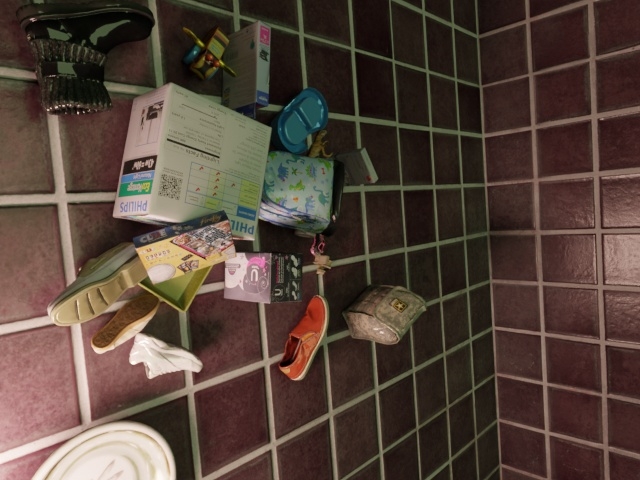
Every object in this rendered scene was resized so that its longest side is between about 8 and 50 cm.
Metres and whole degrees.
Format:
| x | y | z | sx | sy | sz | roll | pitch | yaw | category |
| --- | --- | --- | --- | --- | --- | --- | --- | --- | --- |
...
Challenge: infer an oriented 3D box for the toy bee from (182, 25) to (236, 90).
| x | y | z | sx | sy | sz | roll | pitch | yaw | category |
| --- | --- | --- | --- | --- | --- | --- | --- | --- | --- |
| -0.342 | -0.551 | 1.450 | 0.195 | 0.162 | 0.297 | 14 | 78 | -42 | toy bee |

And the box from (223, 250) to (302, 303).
| x | y | z | sx | sy | sz | roll | pitch | yaw | category |
| --- | --- | --- | --- | --- | --- | --- | --- | --- | --- |
| -0.192 | 0.116 | 1.535 | 0.142 | 0.248 | 0.163 | 3 | 87 | -47 | box |

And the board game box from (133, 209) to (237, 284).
| x | y | z | sx | sy | sz | roll | pitch | yaw | category |
| --- | --- | --- | --- | --- | --- | --- | --- | --- | --- |
| -0.360 | 0.020 | 1.275 | 0.244 | 0.042 | 0.165 | -19 | 143 | -16 | board game box |

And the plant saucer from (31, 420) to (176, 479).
| x | y | z | sx | sy | sz | roll | pitch | yaw | category |
| --- | --- | --- | --- | --- | --- | --- | --- | --- | --- |
| -0.585 | 0.673 | 1.238 | 0.401 | 0.101 | 0.399 | 1 | 89 | -45 | plant saucer |

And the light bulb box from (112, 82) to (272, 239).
| x | y | z | sx | sy | sz | roll | pitch | yaw | category |
| --- | --- | --- | --- | --- | --- | --- | --- | --- | --- |
| -0.366 | -0.207 | 1.379 | 0.358 | 0.226 | 0.360 | 15 | 80 | -45 | light bulb box |

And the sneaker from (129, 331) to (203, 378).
| x | y | z | sx | sy | sz | roll | pitch | yaw | category |
| --- | --- | --- | --- | --- | --- | --- | --- | --- | --- |
| -0.462 | 0.358 | 1.388 | 0.232 | 0.090 | 0.115 | 33 | 73 | -30 | sneaker |

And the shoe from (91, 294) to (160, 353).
| x | y | z | sx | sy | sz | roll | pitch | yaw | category |
| --- | --- | --- | --- | --- | --- | --- | --- | --- | --- |
| -0.545 | 0.234 | 1.319 | 0.219 | 0.077 | 0.058 | -43 | 160 | -38 | shoe |

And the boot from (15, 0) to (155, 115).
| x | y | z | sx | sy | sz | roll | pitch | yaw | category |
| --- | --- | --- | --- | --- | --- | --- | --- | --- | --- |
| -0.576 | -0.471 | 1.232 | 0.348 | 0.131 | 0.259 | -22 | 98 | -32 | boot |

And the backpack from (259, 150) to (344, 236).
| x | y | z | sx | sy | sz | roll | pitch | yaw | category |
| --- | --- | --- | --- | --- | --- | --- | --- | --- | --- |
| -0.098 | -0.178 | 1.628 | 0.356 | 0.273 | 0.289 | 9 | 82 | -9 | backpack |

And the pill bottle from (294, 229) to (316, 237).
| x | y | z | sx | sy | sz | roll | pitch | yaw | category |
| --- | --- | --- | --- | --- | --- | --- | --- | --- | --- |
| -0.050 | -0.092 | 1.796 | 0.086 | 0.086 | 0.151 | 15 | 79 | -44 | pill bottle |

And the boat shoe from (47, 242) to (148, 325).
| x | y | z | sx | sy | sz | roll | pitch | yaw | category |
| --- | --- | --- | --- | --- | --- | --- | --- | --- | --- |
| -0.585 | 0.108 | 1.240 | 0.302 | 0.103 | 0.113 | -40 | 150 | -43 | boat shoe |

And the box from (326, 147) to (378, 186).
| x | y | z | sx | sy | sz | roll | pitch | yaw | category |
| --- | --- | --- | --- | --- | --- | --- | --- | --- | --- |
| 0.126 | -0.294 | 1.905 | 0.038 | 0.186 | 0.145 | -46 | 120 | -35 | box |

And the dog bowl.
| x | y | z | sx | sy | sz | roll | pitch | yaw | category |
| --- | --- | --- | --- | --- | --- | --- | --- | --- | --- |
| -0.084 | -0.450 | 1.775 | 0.165 | 0.074 | 0.297 | 53 | 55 | -31 | dog bowl |

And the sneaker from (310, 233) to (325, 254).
| x | y | z | sx | sy | sz | roll | pitch | yaw | category |
| --- | --- | --- | --- | --- | --- | --- | --- | --- | --- |
| 0.000 | 0.000 | 1.867 | 0.047 | 0.057 | 0.119 | 18 | 76 | -42 | sneaker |

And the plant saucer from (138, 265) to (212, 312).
| x | y | z | sx | sy | sz | roll | pitch | yaw | category |
| --- | --- | --- | --- | --- | --- | --- | --- | --- | --- |
| -0.445 | 0.094 | 1.424 | 0.188 | 0.045 | 0.188 | 45 | 60 | -35 | plant saucer |

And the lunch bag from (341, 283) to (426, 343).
| x | y | z | sx | sy | sz | roll | pitch | yaw | category |
| --- | --- | --- | --- | --- | --- | --- | --- | --- | --- |
| 0.278 | 0.307 | 1.982 | 0.235 | 0.287 | 0.168 | -39 | 116 | -38 | lunch bag |

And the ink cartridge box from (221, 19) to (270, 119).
| x | y | z | sx | sy | sz | roll | pitch | yaw | category |
| --- | --- | --- | --- | --- | --- | --- | --- | --- | --- |
| -0.246 | -0.531 | 1.532 | 0.065 | 0.186 | 0.310 | 6 | 86 | -47 | ink cartridge box |

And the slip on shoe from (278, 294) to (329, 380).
| x | y | z | sx | sy | sz | roll | pitch | yaw | category |
| --- | --- | --- | --- | --- | --- | --- | --- | --- | --- |
| -0.060 | 0.356 | 1.766 | 0.101 | 0.123 | 0.331 | 35 | 70 | -35 | slip on shoe |

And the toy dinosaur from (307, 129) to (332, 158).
| x | y | z | sx | sy | sz | roll | pitch | yaw | category |
| --- | --- | --- | --- | --- | --- | --- | --- | --- | --- |
| -0.019 | -0.350 | 1.861 | 0.112 | 0.064 | 0.211 | 38 | 52 | -18 | toy dinosaur |

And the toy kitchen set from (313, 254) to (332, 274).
| x | y | z | sx | sy | sz | roll | pitch | yaw | category |
| --- | --- | --- | --- | --- | --- | --- | --- | --- | --- |
| 0.022 | 0.103 | 1.874 | 0.083 | 0.075 | 0.068 | 22 | 75 | -39 | toy kitchen set |
